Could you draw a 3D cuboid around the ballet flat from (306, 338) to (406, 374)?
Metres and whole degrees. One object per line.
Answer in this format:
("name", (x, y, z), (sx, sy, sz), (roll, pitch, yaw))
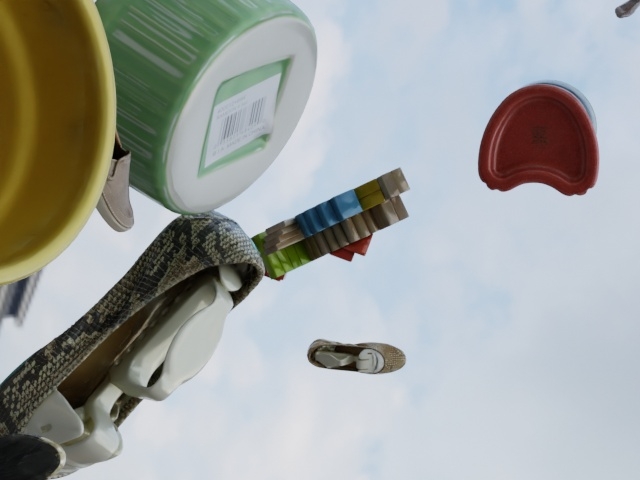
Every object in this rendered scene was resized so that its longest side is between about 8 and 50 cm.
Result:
("ballet flat", (0.067, 0.240, 2.033), (0.206, 0.067, 0.073), (0, -76, 20))

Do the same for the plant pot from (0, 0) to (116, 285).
("plant pot", (-0.308, -0.092, 0.677), (0.239, 0.254, 0.254), (-2, -88, 29))

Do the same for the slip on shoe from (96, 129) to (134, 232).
("slip on shoe", (-0.195, -0.071, 0.944), (0.051, 0.041, 0.135), (-82, 156, -67))

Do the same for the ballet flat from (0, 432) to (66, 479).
("ballet flat", (-0.337, 0.239, 1.087), (0.173, 0.049, 0.057), (-15, -103, 28))

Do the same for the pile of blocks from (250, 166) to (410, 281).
("pile of blocks", (0.000, 0.000, 1.741), (0.362, 0.149, 0.112), (-26, -91, 27))

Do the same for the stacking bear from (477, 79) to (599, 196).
("stacking bear", (0.362, -0.174, 1.611), (0.175, 0.289, 0.164), (5, -78, 17))

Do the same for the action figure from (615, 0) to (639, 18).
("action figure", (0.526, -0.464, 1.472), (0.341, 0.178, 0.330), (46, -27, 35))

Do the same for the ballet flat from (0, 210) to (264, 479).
("ballet flat", (-0.256, 0.163, 1.282), (0.483, 0.164, 0.182), (-46, -135, -7))

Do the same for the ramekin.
("ramekin", (-0.139, -0.176, 1.169), (0.148, 0.303, 0.303), (35, -54, 20))
